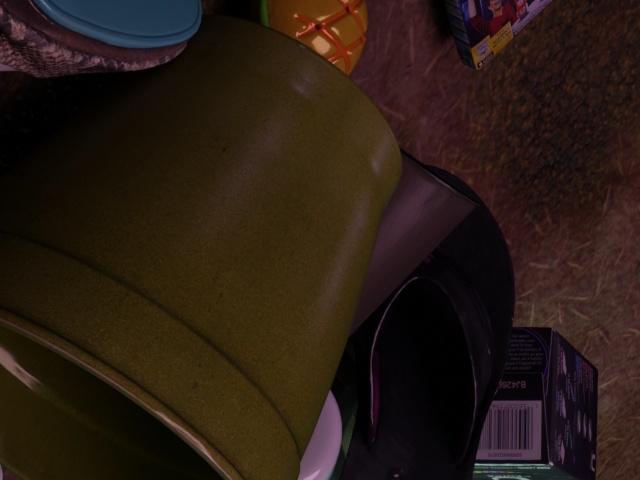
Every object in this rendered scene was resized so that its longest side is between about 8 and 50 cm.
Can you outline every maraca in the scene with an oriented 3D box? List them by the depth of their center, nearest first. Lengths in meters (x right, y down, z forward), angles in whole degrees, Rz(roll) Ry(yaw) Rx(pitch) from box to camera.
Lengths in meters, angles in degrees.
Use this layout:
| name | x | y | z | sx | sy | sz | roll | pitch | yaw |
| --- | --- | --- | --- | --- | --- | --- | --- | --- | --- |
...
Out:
| name | x | y | z | sx | sy | sz | roll | pitch | yaw |
| --- | --- | --- | --- | --- | --- | --- | --- | --- | --- |
| maraca | -0.012 | -0.218 | 1.687 | 0.127 | 0.099 | 0.185 | 5 | 82 | -52 |

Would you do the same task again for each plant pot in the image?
| name | x | y | z | sx | sy | sz | roll | pitch | yaw |
| --- | --- | --- | --- | --- | --- | --- | --- | --- | --- |
| plant pot | -0.115 | 0.018 | 1.542 | 0.353 | 0.366 | 0.366 | -58 | 143 | -25 |

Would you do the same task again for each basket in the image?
| name | x | y | z | sx | sy | sz | roll | pitch | yaw |
| --- | --- | --- | --- | --- | --- | --- | --- | --- | --- |
| basket | 0.000 | 0.000 | 1.774 | 0.227 | 0.204 | 0.154 | -55 | 171 | 5 |

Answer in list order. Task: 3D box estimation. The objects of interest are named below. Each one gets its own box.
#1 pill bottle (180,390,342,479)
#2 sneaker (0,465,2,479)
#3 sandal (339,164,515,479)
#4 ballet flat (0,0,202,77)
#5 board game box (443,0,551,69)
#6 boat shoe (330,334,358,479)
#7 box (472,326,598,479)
| name | x | y | z | sx | sy | sz | roll | pitch | yaw |
| --- | --- | --- | --- | --- | --- | --- | --- | --- | --- |
| pill bottle | -0.062 | 0.214 | 1.771 | 0.146 | 0.146 | 0.264 | -44 | 165 | -22 |
| sneaker | -0.358 | 0.213 | 1.537 | 0.208 | 0.081 | 0.094 | -37 | 150 | -26 |
| sandal | 0.101 | 0.137 | 1.826 | 0.107 | 0.167 | 0.445 | 99 | -3 | -77 |
| ballet flat | -0.267 | -0.195 | 1.329 | 0.483 | 0.182 | 0.164 | 9 | 61 | -66 |
| board game box | 0.177 | -0.304 | 1.874 | 0.194 | 0.060 | 0.194 | -43 | 137 | -23 |
| boat shoe | 0.002 | 0.264 | 1.976 | 0.130 | 0.132 | 0.355 | -19 | 116 | -30 |
| box | 0.193 | 0.183 | 2.010 | 0.270 | 0.165 | 0.143 | 35 | 56 | -68 |
